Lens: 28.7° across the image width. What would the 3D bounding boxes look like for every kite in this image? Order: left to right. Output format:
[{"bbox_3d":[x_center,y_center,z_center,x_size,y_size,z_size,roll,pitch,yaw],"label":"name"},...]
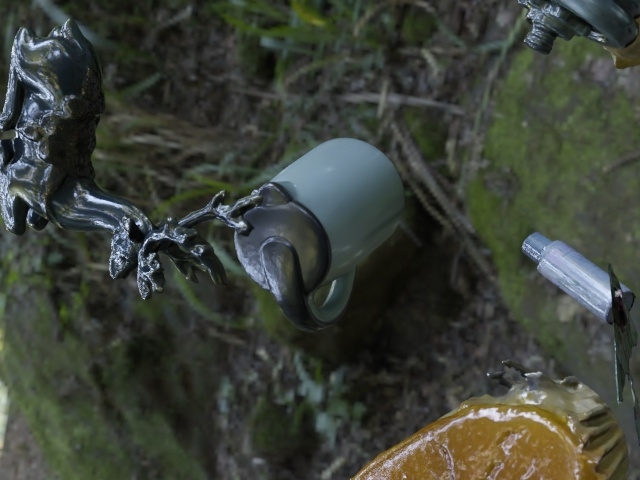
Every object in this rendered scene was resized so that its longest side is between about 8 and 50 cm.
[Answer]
[{"bbox_3d":[0.351,0.144,1.417,0.229,0.012,0.250,-34,-65,-66],"label":"kite"}]

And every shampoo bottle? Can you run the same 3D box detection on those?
[{"bbox_3d":[0.415,0.056,2.039,0.214,0.072,0.072,41,126,42],"label":"shampoo bottle"}]

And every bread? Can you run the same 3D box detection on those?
[{"bbox_3d":[0.175,0.315,1.440,0.389,0.236,0.183,-41,-14,22],"label":"bread"}]

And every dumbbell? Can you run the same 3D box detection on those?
[{"bbox_3d":[0.342,-0.384,1.363,0.406,0.179,0.179,-59,16,8],"label":"dumbbell"}]

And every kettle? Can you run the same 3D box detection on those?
[{"bbox_3d":[0.000,0.000,1.638,0.236,0.161,0.221,-40,-55,-59],"label":"kettle"}]

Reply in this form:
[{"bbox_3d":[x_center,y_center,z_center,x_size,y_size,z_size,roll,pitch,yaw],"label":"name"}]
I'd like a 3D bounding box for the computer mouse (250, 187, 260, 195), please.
[{"bbox_3d":[-0.059,-0.057,2.151,0.047,0.135,0.079,-70,-17,-75],"label":"computer mouse"}]

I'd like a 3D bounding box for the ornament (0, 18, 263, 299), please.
[{"bbox_3d":[-0.152,-0.058,1.017,0.080,0.236,0.202,-23,-48,-53],"label":"ornament"}]

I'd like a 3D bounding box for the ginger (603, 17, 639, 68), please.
[{"bbox_3d":[0.438,-0.297,1.603,0.123,0.193,0.115,-21,-93,-61],"label":"ginger"}]
